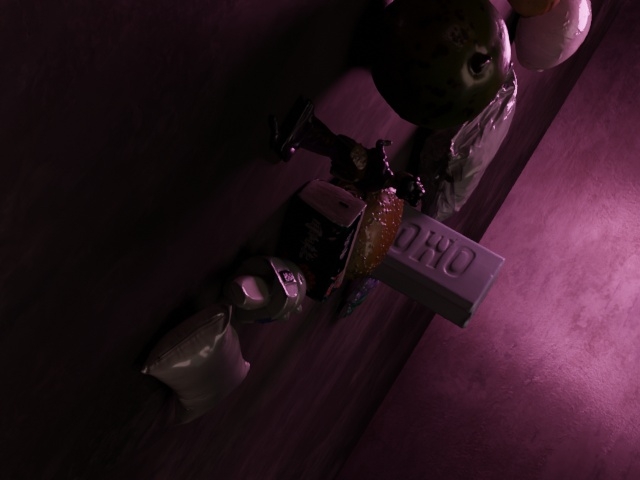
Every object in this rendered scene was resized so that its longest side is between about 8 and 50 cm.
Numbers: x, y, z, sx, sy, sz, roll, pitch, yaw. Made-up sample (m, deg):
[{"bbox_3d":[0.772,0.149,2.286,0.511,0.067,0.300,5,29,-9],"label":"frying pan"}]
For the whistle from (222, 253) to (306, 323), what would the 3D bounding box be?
[{"bbox_3d":[-0.082,0.071,1.499,0.092,0.110,0.244,-28,175,16],"label":"whistle"}]

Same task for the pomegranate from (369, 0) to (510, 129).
[{"bbox_3d":[0.158,-0.271,1.515,0.211,0.263,0.211,-7,105,-26],"label":"pomegranate"}]

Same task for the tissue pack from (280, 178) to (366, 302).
[{"bbox_3d":[0.000,-0.001,1.616,0.090,0.103,0.170,-38,154,-45],"label":"tissue pack"}]

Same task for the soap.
[{"bbox_3d":[0.220,0.043,2.108,0.160,0.265,0.088,-50,162,-35],"label":"soap"}]

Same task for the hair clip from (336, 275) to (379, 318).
[{"bbox_3d":[0.088,0.093,2.224,0.124,0.052,0.195,-24,151,-51],"label":"hair clip"}]

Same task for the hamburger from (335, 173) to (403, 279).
[{"bbox_3d":[0.072,-0.033,1.763,0.215,0.122,0.189,-41,154,-57],"label":"hamburger"}]

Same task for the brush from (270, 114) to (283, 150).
[{"bbox_3d":[-0.058,-0.140,1.347,0.024,0.008,0.083,-54,164,-18],"label":"brush"}]

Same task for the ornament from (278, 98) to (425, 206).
[{"bbox_3d":[0.052,-0.114,1.391,0.088,0.203,0.081,51,61,-80],"label":"ornament"}]

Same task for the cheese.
[{"bbox_3d":[0.531,-0.494,2.354,0.198,0.154,0.189,-57,160,-10],"label":"cheese"}]

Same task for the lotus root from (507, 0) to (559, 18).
[{"bbox_3d":[0.403,-0.529,1.904,0.303,0.130,0.146,97,4,-58],"label":"lotus root"}]

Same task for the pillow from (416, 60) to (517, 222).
[{"bbox_3d":[0.303,-0.198,2.182,0.310,0.138,0.283,-55,165,-30],"label":"pillow"}]

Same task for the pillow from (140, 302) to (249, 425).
[{"bbox_3d":[-0.169,0.178,1.449,0.144,0.078,0.254,-45,161,-17],"label":"pillow"}]
